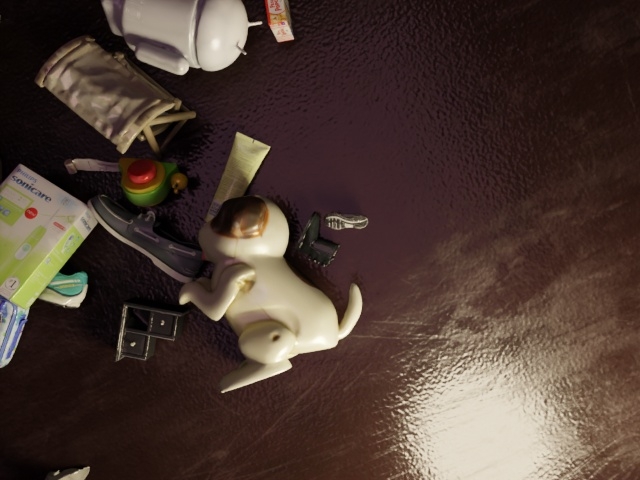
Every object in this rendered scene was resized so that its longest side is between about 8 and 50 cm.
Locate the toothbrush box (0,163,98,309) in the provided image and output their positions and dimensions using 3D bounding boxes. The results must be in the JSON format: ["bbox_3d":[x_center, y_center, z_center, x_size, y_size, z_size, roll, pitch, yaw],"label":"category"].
[{"bbox_3d":[-0.727,-0.008,1.427,0.206,0.122,0.283,32,69,3],"label":"toothbrush box"}]

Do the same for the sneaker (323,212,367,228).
[{"bbox_3d":[0.061,-0.048,1.451,0.109,0.044,0.040,6,97,-1],"label":"sneaker"}]

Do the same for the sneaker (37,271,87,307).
[{"bbox_3d":[-0.735,0.094,1.509,0.275,0.107,0.110,17,75,-1],"label":"sneaker"}]

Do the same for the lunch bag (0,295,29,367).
[{"bbox_3d":[-0.870,0.224,1.518,0.176,0.090,0.219,23,96,0],"label":"lunch bag"}]

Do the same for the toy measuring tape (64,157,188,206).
[{"bbox_3d":[-0.493,-0.145,1.452,0.330,0.121,0.121,4,94,7],"label":"toy measuring tape"}]

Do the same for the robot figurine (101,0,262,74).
[{"bbox_3d":[-0.325,-0.519,1.376,0.353,0.200,0.300,15,69,3],"label":"robot figurine"}]

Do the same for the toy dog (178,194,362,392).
[{"bbox_3d":[-0.139,0.093,1.357,0.395,0.284,0.408,-22,87,12],"label":"toy dog"}]

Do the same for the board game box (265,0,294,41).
[{"bbox_3d":[-0.106,-0.590,1.384,0.045,0.147,0.193,-9,92,5],"label":"board game box"}]

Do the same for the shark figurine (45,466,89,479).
[{"bbox_3d":[-0.647,0.622,1.503,0.116,0.278,0.166,-32,55,-31],"label":"shark figurine"}]

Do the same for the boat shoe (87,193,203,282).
[{"bbox_3d":[-0.424,-0.025,1.453,0.319,0.116,0.099,38,102,-6],"label":"boat shoe"}]

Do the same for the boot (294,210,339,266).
[{"bbox_3d":[0.000,0.000,1.459,0.099,0.045,0.121,26,102,5],"label":"boot"}]

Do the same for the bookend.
[{"bbox_3d":[-0.429,0.239,1.491,0.156,0.072,0.157,11,94,3],"label":"bookend"}]

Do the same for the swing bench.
[{"bbox_3d":[-0.467,-0.334,1.371,0.253,0.255,0.165,39,95,1],"label":"swing bench"}]

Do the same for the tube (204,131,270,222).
[{"bbox_3d":[-0.214,-0.145,1.465,0.070,0.062,0.240,23,90,-41],"label":"tube"}]

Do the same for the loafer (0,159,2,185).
[{"bbox_3d":[-0.871,-0.100,1.496,0.102,0.092,0.268,-6,93,5],"label":"loafer"}]
